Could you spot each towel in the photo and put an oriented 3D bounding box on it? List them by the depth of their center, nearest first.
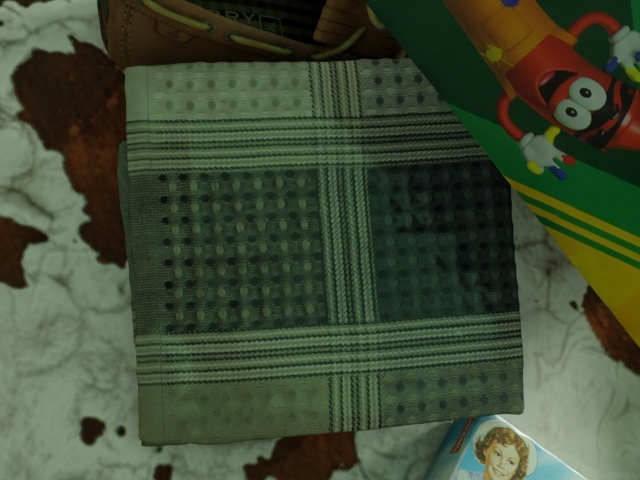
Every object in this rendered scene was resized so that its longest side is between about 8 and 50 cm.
[{"bbox_3d":[0.000,0.000,0.709,0.324,0.056,0.312,-2,83,-8],"label":"towel"}]

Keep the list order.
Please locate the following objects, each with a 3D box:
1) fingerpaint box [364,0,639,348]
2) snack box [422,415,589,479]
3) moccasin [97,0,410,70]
[{"bbox_3d":[0.271,-0.156,0.729,0.371,0.163,0.445,51,36,-3],"label":"fingerpaint box"},{"bbox_3d":[0.211,0.306,0.715,0.322,0.060,0.187,36,64,-5],"label":"snack box"},{"bbox_3d":[-0.001,-0.217,0.768,0.380,0.147,0.139,4,69,-19],"label":"moccasin"}]
